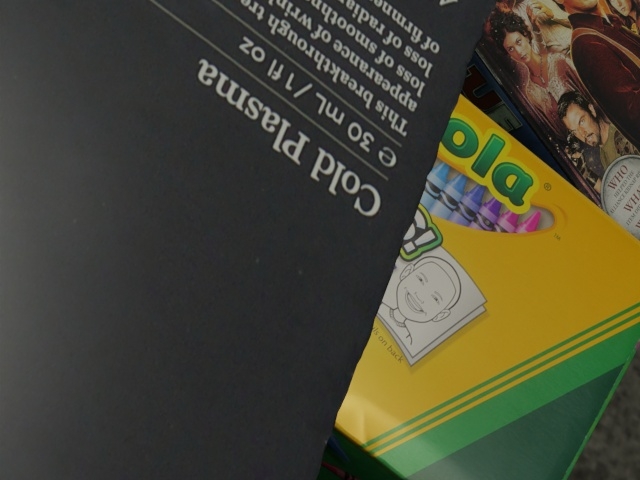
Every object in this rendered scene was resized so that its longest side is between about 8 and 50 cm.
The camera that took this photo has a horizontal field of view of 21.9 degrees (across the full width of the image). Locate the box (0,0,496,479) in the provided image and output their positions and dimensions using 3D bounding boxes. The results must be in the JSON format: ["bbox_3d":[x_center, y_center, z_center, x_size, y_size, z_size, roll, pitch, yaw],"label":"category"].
[{"bbox_3d":[-0.154,-0.049,0.480,0.343,0.179,0.312,36,56,-20],"label":"box"}]

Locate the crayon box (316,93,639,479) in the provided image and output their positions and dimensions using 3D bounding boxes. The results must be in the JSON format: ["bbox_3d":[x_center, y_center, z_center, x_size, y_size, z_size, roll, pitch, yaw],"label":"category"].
[{"bbox_3d":[0.000,0.000,0.721,0.278,0.081,0.165,38,62,-7],"label":"crayon box"}]

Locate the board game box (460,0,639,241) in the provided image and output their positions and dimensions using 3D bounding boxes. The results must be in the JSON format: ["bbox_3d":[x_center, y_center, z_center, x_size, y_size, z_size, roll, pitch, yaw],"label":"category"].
[{"bbox_3d":[0.170,-0.116,0.845,0.243,0.042,0.165,-44,100,-29],"label":"board game box"}]
